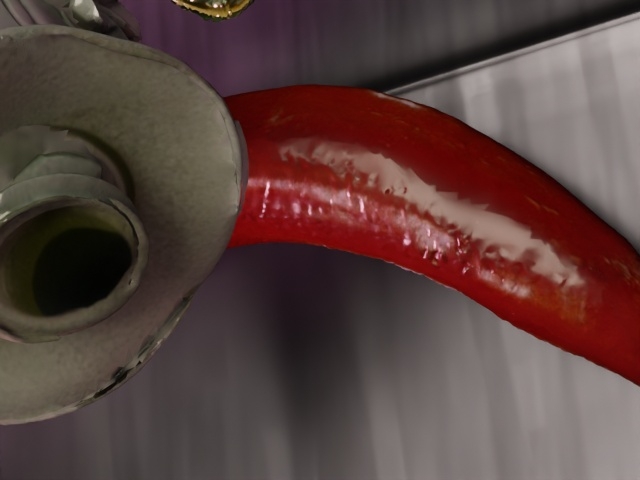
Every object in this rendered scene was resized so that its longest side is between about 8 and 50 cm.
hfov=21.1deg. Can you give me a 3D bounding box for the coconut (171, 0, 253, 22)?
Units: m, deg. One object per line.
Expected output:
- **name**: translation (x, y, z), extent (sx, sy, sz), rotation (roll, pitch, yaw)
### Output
- **coconut**: translation (-0.062, -0.180, 0.898), extent (0.133, 0.055, 0.158), rotation (-42, 65, 46)

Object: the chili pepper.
- **chili pepper**: translation (0.004, -0.006, 0.823), extent (0.368, 0.092, 0.137), rotation (9, 102, 34)

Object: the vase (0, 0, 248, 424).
- **vase**: translation (-0.201, -0.111, 0.821), extent (0.250, 0.250, 0.445), rotation (-52, 44, 13)
